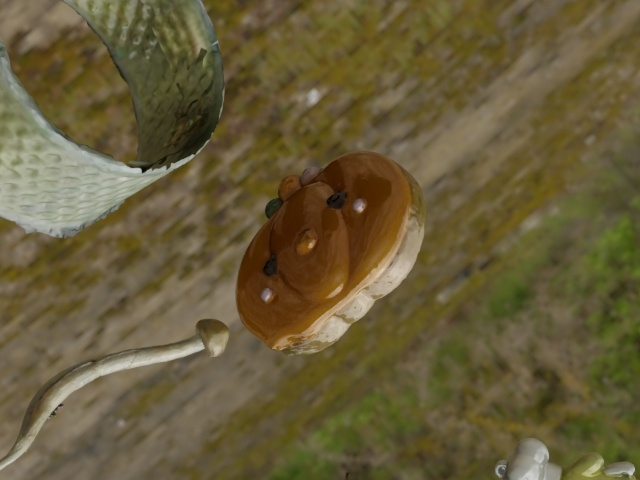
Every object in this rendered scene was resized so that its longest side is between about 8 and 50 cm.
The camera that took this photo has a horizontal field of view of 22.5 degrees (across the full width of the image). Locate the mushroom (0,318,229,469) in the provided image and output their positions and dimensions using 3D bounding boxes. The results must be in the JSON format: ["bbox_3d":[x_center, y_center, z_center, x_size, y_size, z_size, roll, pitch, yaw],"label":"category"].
[{"bbox_3d":[-0.209,0.138,1.526,0.306,0.043,0.068,-26,-161,-40],"label":"mushroom"}]

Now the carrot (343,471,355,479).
[{"bbox_3d":[0.029,0.313,1.231,0.102,0.102,0.263,75,32,-79],"label":"carrot"}]

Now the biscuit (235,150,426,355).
[{"bbox_3d":[-0.003,-0.002,1.185,0.170,0.170,0.050,-43,126,15],"label":"biscuit"}]

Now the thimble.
[{"bbox_3d":[-0.227,-0.151,1.446,0.150,0.270,0.271,-26,-178,41],"label":"thimble"}]

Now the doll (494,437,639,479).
[{"bbox_3d":[0.255,0.255,1.632,0.062,0.162,0.106,-64,171,-68],"label":"doll"}]
